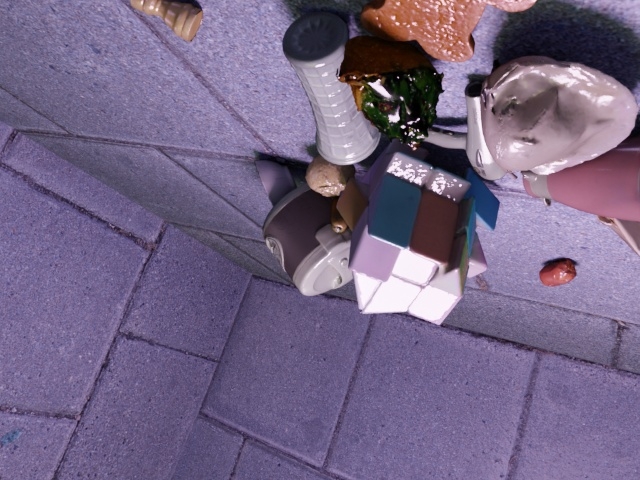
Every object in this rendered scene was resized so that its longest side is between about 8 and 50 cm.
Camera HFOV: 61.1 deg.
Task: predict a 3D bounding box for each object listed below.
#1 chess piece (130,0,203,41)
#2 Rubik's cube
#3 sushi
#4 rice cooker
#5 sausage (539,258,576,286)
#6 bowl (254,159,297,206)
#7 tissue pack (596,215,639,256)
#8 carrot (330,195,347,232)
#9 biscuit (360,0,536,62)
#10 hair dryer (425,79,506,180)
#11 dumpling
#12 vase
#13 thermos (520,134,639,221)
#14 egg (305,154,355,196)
[{"bbox_3d":[-0.286,-0.426,1.004,0.122,0.066,0.066,27,165,-7],"label":"chess piece"},{"bbox_3d":[0.211,-0.017,1.242,0.358,0.387,0.368,20,125,-9],"label":"Rubik's cube"},{"bbox_3d":[0.130,-0.247,0.897,0.149,0.140,0.287,-8,168,19],"label":"sushi"},{"bbox_3d":[0.000,0.003,1.561,0.277,0.288,0.288,54,178,21],"label":"rice cooker"},{"bbox_3d":[0.703,0.098,1.609,0.076,0.076,0.141,21,165,-3],"label":"sausage"},{"bbox_3d":[-0.122,-0.173,1.624,0.086,0.189,0.189,-24,160,1],"label":"bowl"},{"bbox_3d":[0.787,0.060,1.061,0.390,0.195,0.375,30,179,-27],"label":"tissue pack"},{"bbox_3d":[0.052,-0.107,1.453,0.049,0.254,0.049,1,130,2],"label":"carrot"},{"bbox_3d":[0.178,-0.346,0.697,0.205,0.049,0.324,19,167,-3],"label":"biscuit"},{"bbox_3d":[0.246,-0.228,1.031,0.267,0.092,0.229,25,161,18],"label":"hair dryer"},{"bbox_3d":[0.353,-0.204,0.848,0.205,0.163,0.293,-23,148,17],"label":"dumpling"},{"bbox_3d":[0.024,-0.278,1.010,0.143,0.143,0.299,15,162,19],"label":"vase"},{"bbox_3d":[0.505,-0.112,0.983,0.176,0.145,0.265,6,-176,-28],"label":"thermos"},{"bbox_3d":[0.025,-0.172,1.419,0.140,0.116,0.118,5,-164,30],"label":"egg"}]
